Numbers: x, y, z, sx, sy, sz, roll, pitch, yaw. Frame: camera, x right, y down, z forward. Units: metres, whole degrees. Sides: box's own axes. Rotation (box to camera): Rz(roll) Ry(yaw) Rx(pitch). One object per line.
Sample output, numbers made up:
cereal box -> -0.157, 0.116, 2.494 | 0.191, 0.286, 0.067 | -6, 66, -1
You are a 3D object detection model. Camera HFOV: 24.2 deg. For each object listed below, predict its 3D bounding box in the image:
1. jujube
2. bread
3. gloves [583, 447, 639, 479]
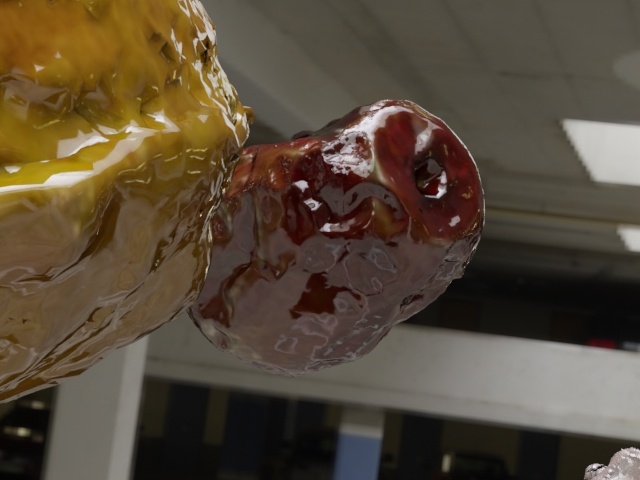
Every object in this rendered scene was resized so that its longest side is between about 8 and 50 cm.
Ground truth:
jujube -> -0.002, 0.001, 1.586 | 0.277, 0.276, 0.377 | 11, -31, -32
bread -> -0.221, -0.019, 0.522 | 0.398, 0.215, 0.398 | -16, 8, 2
gloves -> 0.219, 0.212, 1.096 | 0.144, 0.110, 0.094 | -1, -18, -28
